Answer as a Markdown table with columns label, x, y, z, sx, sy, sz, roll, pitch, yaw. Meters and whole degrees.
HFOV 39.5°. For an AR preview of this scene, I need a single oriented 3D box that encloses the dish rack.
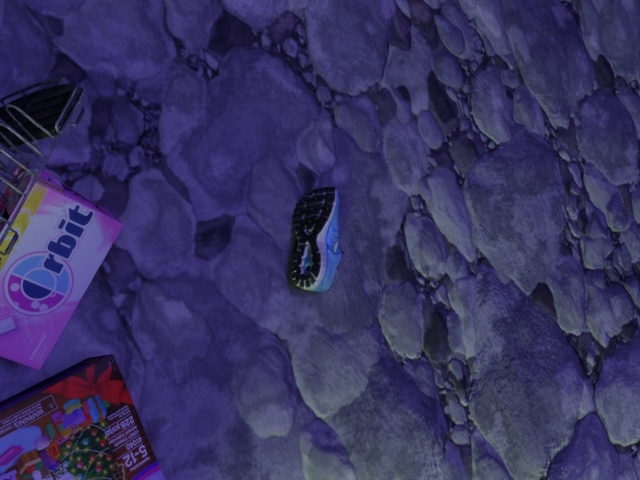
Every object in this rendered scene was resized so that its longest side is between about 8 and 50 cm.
| label | x | y | z | sx | sy | sz | roll | pitch | yaw |
| --- | --- | --- | --- | --- | --- | --- | --- | --- | --- |
| dish rack | -0.344 | -0.058 | 0.853 | 0.074 | 0.208 | 0.271 | 48 | 50 | -39 |

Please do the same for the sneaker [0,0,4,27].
| label | x | y | z | sx | sy | sz | roll | pitch | yaw |
| --- | --- | --- | --- | --- | --- | --- | --- | --- | --- |
| sneaker | -0.420 | -0.166 | 0.863 | 0.121 | 0.108 | 0.302 | 45 | 53 | -37 |

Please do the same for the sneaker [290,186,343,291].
| label | x | y | z | sx | sy | sz | roll | pitch | yaw |
| --- | --- | --- | --- | --- | --- | --- | --- | --- | --- |
| sneaker | 0.000 | 0.000 | 1.278 | 0.073 | 0.063 | 0.162 | 36 | 59 | -53 |

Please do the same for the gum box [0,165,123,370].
| label | x | y | z | sx | sy | sz | roll | pitch | yaw |
| --- | --- | --- | --- | --- | --- | --- | --- | --- | --- |
| gum box | -0.295 | 0.025 | 0.911 | 0.107 | 0.062 | 0.188 | 30 | 91 | -35 |

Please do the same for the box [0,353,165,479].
| label | x | y | z | sx | sy | sz | roll | pitch | yaw |
| --- | --- | --- | --- | --- | --- | --- | --- | --- | --- |
| box | -0.302 | 0.266 | 0.905 | 0.293 | 0.057 | 0.200 | -27 | 99 | -44 |
